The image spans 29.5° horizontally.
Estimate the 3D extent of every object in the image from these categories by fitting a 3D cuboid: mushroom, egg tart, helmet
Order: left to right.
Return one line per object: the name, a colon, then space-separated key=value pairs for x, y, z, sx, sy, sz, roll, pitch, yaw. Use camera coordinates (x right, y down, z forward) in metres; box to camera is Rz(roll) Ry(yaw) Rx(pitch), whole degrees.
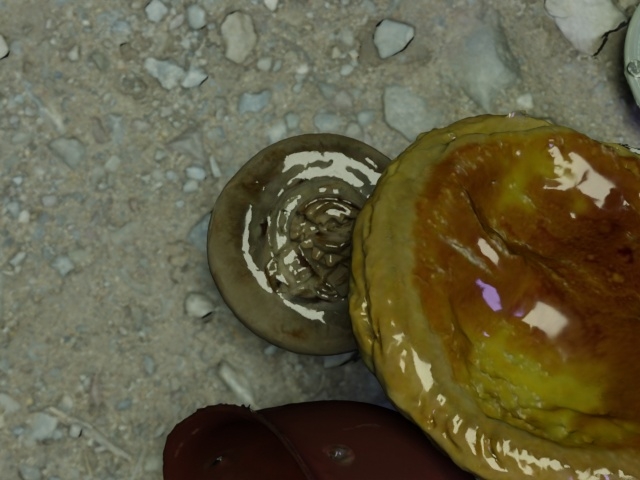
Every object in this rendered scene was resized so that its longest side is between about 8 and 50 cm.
mushroom: x=0.000 y=0.000 z=1.200 sx=0.226 sy=0.178 sz=0.226 roll=0 pitch=74 yaw=1
helmet: x=0.039 y=0.272 z=1.070 sx=0.230 sy=0.385 sz=0.337 roll=-16 pitch=67 yaw=-31
egg tart: x=0.220 y=0.078 z=1.114 sx=0.443 sy=0.178 sz=0.443 roll=11 pitch=49 yaw=-13

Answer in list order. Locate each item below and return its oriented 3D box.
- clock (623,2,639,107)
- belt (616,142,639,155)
clock: x=0.451 y=-0.193 z=1.375 sx=0.236 sy=0.053 sz=0.236 roll=2 pitch=74 yaw=-7
belt: x=0.319 y=0.002 z=1.293 sx=0.151 sy=0.078 sz=0.198 roll=3 pitch=77 yaw=1
